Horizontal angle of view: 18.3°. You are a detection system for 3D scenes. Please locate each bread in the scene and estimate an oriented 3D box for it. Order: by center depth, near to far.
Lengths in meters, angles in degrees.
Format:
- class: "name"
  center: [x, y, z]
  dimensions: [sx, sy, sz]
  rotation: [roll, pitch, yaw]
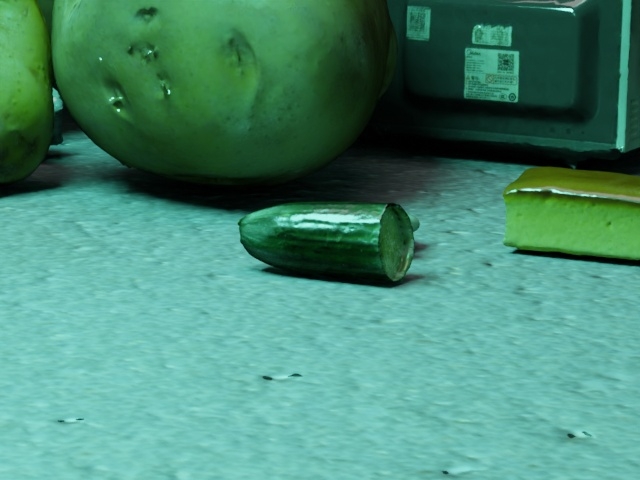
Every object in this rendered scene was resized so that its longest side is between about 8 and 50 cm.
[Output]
- class: "bread"
  center: [0.235, -0.011, 1.275]
  dimensions: [0.226, 0.049, 0.088]
  rotation: [7, 12, 20]

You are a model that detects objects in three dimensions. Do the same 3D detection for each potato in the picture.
- class: "potato"
  center: [-0.274, -0.130, 1.444]
  dimensions: [0.137, 0.200, 0.154]
  rotation: [-21, -12, 28]
- class: "potato"
  center: [-0.072, -0.147, 1.473]
  dimensions: [0.243, 0.221, 0.326]
  rotation: [-1, 8, 8]

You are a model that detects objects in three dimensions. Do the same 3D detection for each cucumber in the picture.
- class: "cucumber"
  center: [0.000, 0.000, 1.187]
  dimensions: [0.105, 0.048, 0.048]
  rotation: [2, 10, 18]

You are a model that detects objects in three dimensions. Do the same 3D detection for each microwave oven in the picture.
- class: "microwave oven"
  center: [0.165, -0.168, 1.734]
  dimensions: [0.295, 0.181, 0.237]
  rotation: [8, 14, 28]

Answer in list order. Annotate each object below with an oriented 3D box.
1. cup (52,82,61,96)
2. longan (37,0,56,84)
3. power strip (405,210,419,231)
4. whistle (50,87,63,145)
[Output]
- class: "cup"
  center: [-0.350, -0.341, 2.043]
  dimensions: [0.310, 0.392, 0.401]
  rotation: [18, 13, 37]
- class: "longan"
  center: [-0.323, -0.214, 1.690]
  dimensions: [0.258, 0.258, 0.258]
  rotation: [2, 11, 0]
- class: "power strip"
  center: [0.038, -0.005, 1.277]
  dimensions: [0.055, 0.035, 0.083]
  rotation: [1, -2, -5]
- class: "whistle"
  center: [-0.362, -0.097, 1.586]
  dimensions: [0.312, 0.062, 0.062]
  rotation: [1, 11, -9]
